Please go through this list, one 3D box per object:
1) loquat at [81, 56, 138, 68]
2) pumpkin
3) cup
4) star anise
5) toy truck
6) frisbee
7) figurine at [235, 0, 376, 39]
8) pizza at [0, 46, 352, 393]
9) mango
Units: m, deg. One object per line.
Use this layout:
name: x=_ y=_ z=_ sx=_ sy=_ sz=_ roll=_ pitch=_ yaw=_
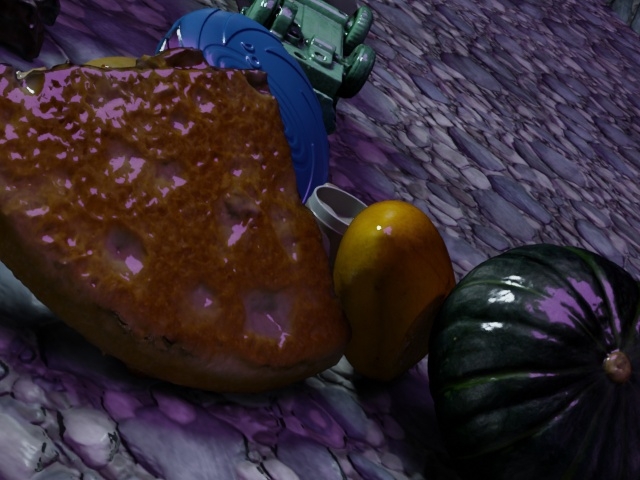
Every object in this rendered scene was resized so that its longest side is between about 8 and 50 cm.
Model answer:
loquat: x=-0.173 y=-0.094 z=1.233 sx=0.163 sy=0.137 sz=0.163 roll=9 pitch=27 yaw=-4
pumpkin: x=0.194 y=0.131 z=1.181 sx=0.250 sy=0.216 sz=0.250 roll=23 pitch=49 yaw=-30
cup: x=-0.005 y=0.000 z=1.307 sx=0.074 sy=0.099 sz=0.102 roll=10 pitch=32 yaw=-43
star anise: x=-0.371 y=-0.294 z=1.424 sx=0.223 sy=0.109 sz=0.236 roll=24 pitch=26 yaw=-11
toy truck: x=-0.036 y=-0.217 z=1.625 sx=0.155 sy=0.156 sz=0.279 roll=28 pitch=23 yaw=-12
frisbee: x=-0.069 y=-0.126 z=1.392 sx=0.242 sy=0.045 sz=0.242 roll=23 pitch=57 yaw=-40
figurine: x=-0.014 y=-0.359 z=1.928 sx=0.284 sy=0.206 sz=0.315 roll=18 pitch=33 yaw=-19
pizza: x=-0.129 y=-0.031 z=1.088 sx=0.409 sy=0.114 sz=0.277 roll=32 pitch=56 yaw=-30
mango: x=0.057 y=0.039 z=1.207 sx=0.102 sy=0.141 sz=0.217 roll=30 pitch=-17 yaw=19
